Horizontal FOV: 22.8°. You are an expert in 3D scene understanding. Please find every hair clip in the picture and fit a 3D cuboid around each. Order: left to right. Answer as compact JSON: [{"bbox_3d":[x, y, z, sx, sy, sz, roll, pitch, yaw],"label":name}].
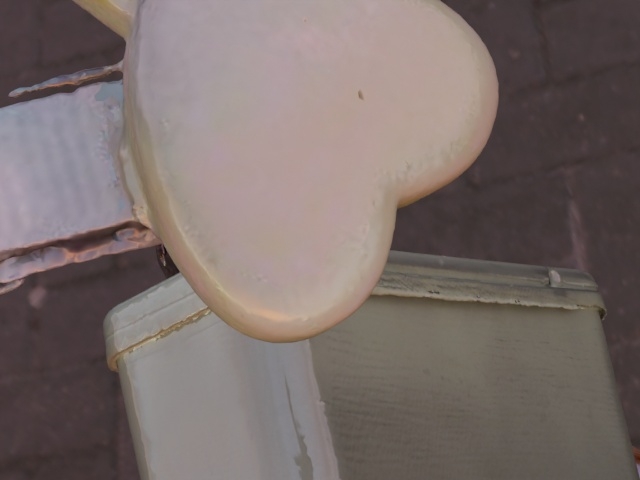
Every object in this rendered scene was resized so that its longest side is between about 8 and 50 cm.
[{"bbox_3d":[-0.054,-0.039,0.497,0.218,0.071,0.159,-14,86,-4],"label":"hair clip"}]

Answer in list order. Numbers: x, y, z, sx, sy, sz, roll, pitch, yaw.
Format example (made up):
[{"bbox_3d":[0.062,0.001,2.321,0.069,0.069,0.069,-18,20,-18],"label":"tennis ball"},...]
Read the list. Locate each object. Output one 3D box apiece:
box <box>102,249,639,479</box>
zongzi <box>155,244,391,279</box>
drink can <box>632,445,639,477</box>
[{"bbox_3d":[0.063,0.191,1.011,0.177,0.352,0.344,-29,65,39],"label":"box"},{"bbox_3d":[0.000,0.000,1.643,0.208,0.432,0.403,-13,41,20],"label":"zongzi"},{"bbox_3d":[0.298,0.255,1.722,0.235,0.097,0.097,26,75,22],"label":"drink can"}]
